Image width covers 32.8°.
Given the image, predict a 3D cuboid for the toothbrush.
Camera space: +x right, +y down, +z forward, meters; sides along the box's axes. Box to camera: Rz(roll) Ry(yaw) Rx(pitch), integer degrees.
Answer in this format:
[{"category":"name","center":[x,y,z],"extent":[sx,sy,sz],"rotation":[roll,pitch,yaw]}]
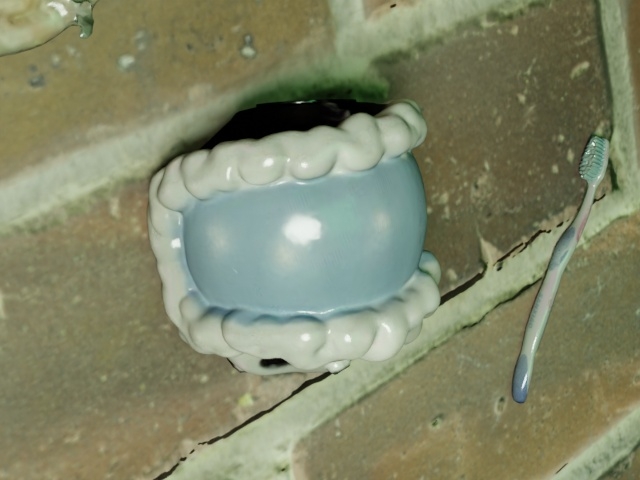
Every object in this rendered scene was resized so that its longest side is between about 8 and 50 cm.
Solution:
[{"category":"toothbrush","center":[0.229,0.026,1.040],"extent":[0.027,0.021,0.269],"rotation":[22,84,-27]}]

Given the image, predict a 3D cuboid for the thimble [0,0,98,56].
[{"category":"thimble","center":[-0.216,-0.190,0.561],"extent":[0.229,0.148,0.196],"rotation":[-1,98,-41]}]

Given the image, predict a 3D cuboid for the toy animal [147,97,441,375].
[{"category":"toy animal","center":[0.000,0.000,0.766],"extent":[0.208,0.156,0.204],"rotation":[-16,104,-32]}]
